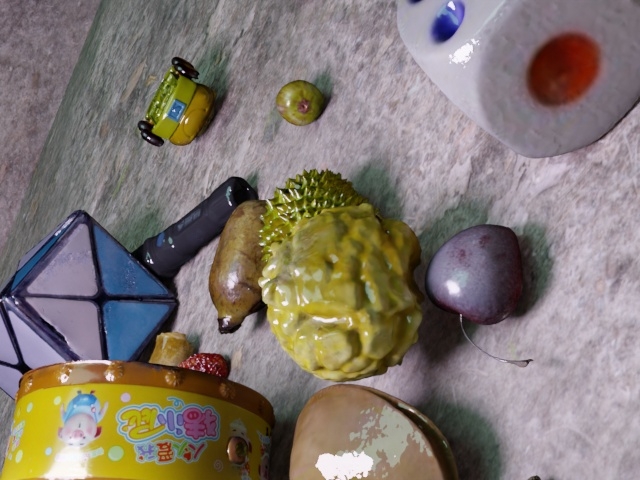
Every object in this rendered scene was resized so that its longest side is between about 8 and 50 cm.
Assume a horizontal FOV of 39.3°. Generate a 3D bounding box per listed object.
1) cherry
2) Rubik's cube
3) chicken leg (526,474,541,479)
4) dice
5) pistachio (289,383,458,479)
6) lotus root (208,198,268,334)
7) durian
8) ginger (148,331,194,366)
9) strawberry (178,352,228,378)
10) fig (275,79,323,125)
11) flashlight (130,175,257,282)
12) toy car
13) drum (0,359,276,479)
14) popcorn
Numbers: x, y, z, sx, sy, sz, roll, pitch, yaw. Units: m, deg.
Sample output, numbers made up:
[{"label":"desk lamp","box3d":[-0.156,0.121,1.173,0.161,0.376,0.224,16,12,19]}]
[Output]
[{"label":"cherry","box3d":[0.224,0.052,1.144,0.148,0.115,0.188,-37,32,-26]},{"label":"Rubik's cube","box3d":[-0.537,0.165,1.900,0.310,0.307,0.305,-31,18,43]},{"label":"chicken leg","box3d":[0.205,0.358,1.016,0.085,0.069,0.198,20,81,56]},{"label":"dice","box3d":[0.258,-0.278,1.137,0.243,0.259,0.251,-48,37,25]},{"label":"pistachio","box3d":[0.066,0.283,1.170,0.260,0.162,0.213,-33,84,42]},{"label":"lotus root","box3d":[-0.134,0.048,1.629,0.145,0.128,0.260,-22,47,65]},{"label":"durian","box3d":[-0.002,-0.003,1.439,0.237,0.176,0.200,61,143,37]},{"label":"ginger","box3d":[-0.369,0.361,1.741,0.236,0.166,0.376,-65,-5,-77]},{"label":"strawberry","box3d":[-0.219,0.249,1.685,0.096,0.083,0.083,-29,42,5]},{"label":"fig","box3d":[-0.042,-0.263,1.750,0.166,0.093,0.093,-163,95,-85]},{"label":"flashlight","box3d":[-0.286,-0.007,1.909,0.424,0.103,0.103,-33,46,40]},{"label":"toy car","box3d":[-0.321,-0.307,2.095,0.200,0.142,0.248,-59,24,12]},{"label":"drum","box3d":[-0.281,0.350,1.402,0.431,0.431,0.214,-27,50,45]},{"label":"popcorn","box3d":[0.037,0.077,1.229,0.249,0.225,0.249,-7,52,8]}]
